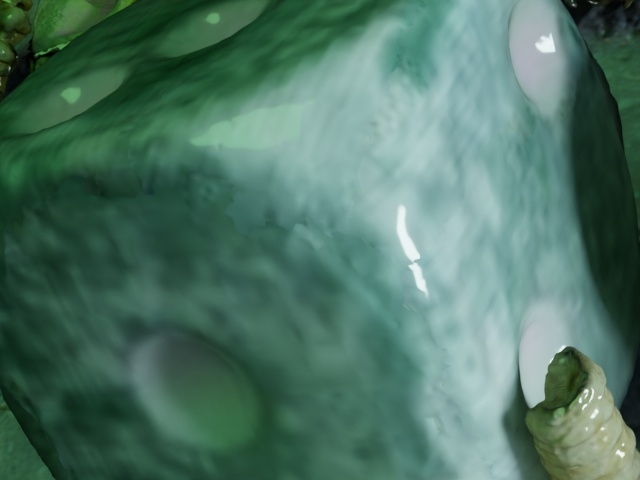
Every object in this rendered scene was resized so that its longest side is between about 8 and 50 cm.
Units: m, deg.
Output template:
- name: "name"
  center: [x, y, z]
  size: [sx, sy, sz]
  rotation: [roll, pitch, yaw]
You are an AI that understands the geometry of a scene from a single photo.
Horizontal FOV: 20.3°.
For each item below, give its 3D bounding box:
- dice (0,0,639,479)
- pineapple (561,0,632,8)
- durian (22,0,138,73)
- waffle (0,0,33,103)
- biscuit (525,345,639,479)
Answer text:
- name: "dice"
  center: [0.000, 0.000, 1.156]
  size: [0.328, 0.330, 0.348]
  rotation: [-9, 26, 32]
- name: "pineapple"
  center: [0.210, -0.235, 1.463]
  size: [0.278, 0.158, 0.158]
  rotation: [-29, 39, 25]
- name: "durian"
  center: [-0.220, -0.221, 1.746]
  size: [0.137, 0.095, 0.221]
  rotation: [-10, 46, 3]
- name: "waffle"
  center: [-0.335, -0.174, 1.733]
  size: [0.223, 0.054, 0.204]
  rotation: [-55, 26, 29]
- name: "biscuit"
  center: [0.172, 0.158, 1.035]
  size: [0.055, 0.219, 0.061]
  rotation: [-13, 35, 22]
